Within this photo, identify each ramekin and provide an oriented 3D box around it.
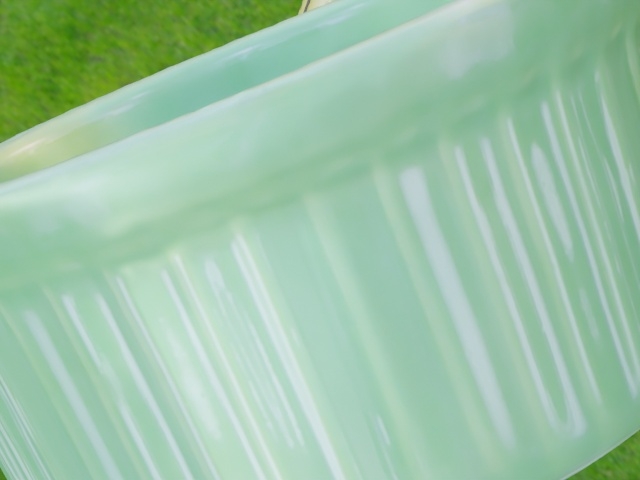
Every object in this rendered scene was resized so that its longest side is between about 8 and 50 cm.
[{"bbox_3d":[0.000,0.000,0.515,0.303,0.303,0.148,-19,102,17],"label":"ramekin"}]

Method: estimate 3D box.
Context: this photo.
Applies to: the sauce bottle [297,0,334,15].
[{"bbox_3d":[0.011,-0.110,1.136,0.111,0.111,0.344,33,110,33],"label":"sauce bottle"}]
